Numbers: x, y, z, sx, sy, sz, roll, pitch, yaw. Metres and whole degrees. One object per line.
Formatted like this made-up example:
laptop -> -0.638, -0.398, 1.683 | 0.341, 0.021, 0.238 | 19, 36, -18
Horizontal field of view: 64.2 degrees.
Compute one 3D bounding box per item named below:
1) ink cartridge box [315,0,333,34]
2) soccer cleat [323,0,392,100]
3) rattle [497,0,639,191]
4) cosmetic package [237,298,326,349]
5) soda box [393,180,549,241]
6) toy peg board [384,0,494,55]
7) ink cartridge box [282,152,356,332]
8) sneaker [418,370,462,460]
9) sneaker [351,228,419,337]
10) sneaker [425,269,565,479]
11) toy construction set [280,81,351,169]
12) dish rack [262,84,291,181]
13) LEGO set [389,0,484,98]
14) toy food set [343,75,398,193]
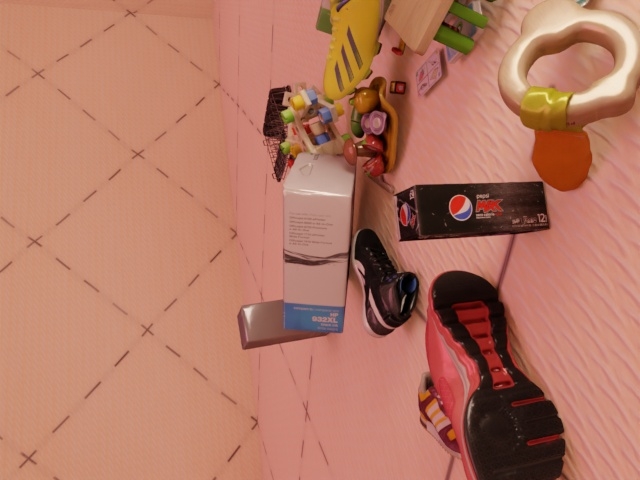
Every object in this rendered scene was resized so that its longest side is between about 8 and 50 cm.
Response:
ink cartridge box -> 0.071, -0.483, 0.869 | 0.219, 0.093, 0.160 | 122, 162, -60
soccer cleat -> 0.053, -0.351, 0.811 | 0.289, 0.121, 0.093 | -55, 41, 47
rattle -> 0.257, -0.176, 0.521 | 0.130, 0.143, 0.199 | -22, 52, 38
cosmetic package -> -0.090, 0.210, 1.322 | 0.127, 0.238, 0.107 | 128, 136, -63
soda box -> 0.172, -0.034, 0.581 | 0.053, 0.169, 0.060 | 157, 108, -71
toy peg board -> 0.170, -0.328, 0.657 | 0.160, 0.079, 0.161 | -103, 34, -52
ink cartridge box -> 0.000, 0.000, 1.052 | 0.223, 0.129, 0.307 | -77, -10, -61
sneaker -> 0.191, 0.247, 0.734 | 0.185, 0.070, 0.083 | -178, 80, -71
sneaker -> 0.124, 0.057, 0.925 | 0.121, 0.079, 0.216 | -42, 47, 50
sneaker -> 0.208, 0.198, 0.657 | 0.136, 0.116, 0.313 | 95, 170, -55
toy construction set -> -0.032, -0.267, 1.204 | 0.327, 0.151, 0.214 | -114, 2, -65
dish rack -> -0.123, -0.329, 1.611 | 0.208, 0.074, 0.271 | 109, 150, -53
LEGO set -> 0.151, -0.327, 0.783 | 0.244, 0.060, 0.182 | 141, 127, -69
toy food set -> 0.084, -0.186, 0.937 | 0.128, 0.071, 0.217 | -121, 23, -53
